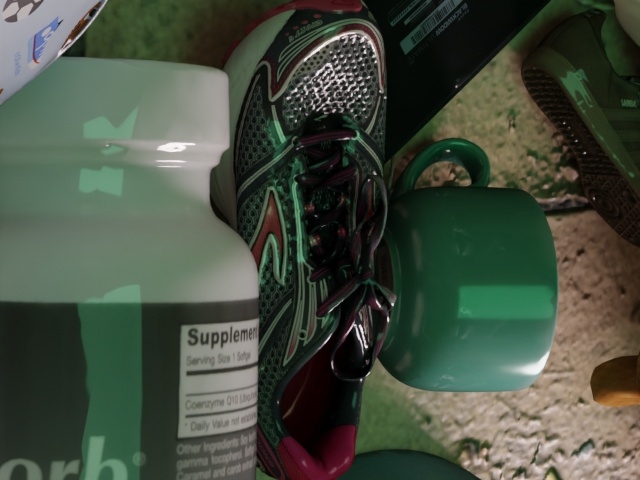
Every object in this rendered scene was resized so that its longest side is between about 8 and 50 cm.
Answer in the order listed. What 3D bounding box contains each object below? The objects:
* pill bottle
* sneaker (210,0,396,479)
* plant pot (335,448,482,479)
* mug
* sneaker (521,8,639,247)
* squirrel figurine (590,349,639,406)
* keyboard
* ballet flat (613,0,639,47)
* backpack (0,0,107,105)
[{"bbox_3d":[-0.138,0.090,1.039,0.210,0.210,0.362,0,92,-36],"label":"pill bottle"},{"bbox_3d":[0.000,0.000,1.161,0.121,0.112,0.299,-9,117,-31],"label":"sneaker"},{"bbox_3d":[0.081,0.301,1.275,0.290,0.195,0.290,-10,108,-34],"label":"plant pot"},{"bbox_3d":[0.076,0.023,1.250,0.097,0.157,0.129,0,121,-17],"label":"mug"},{"bbox_3d":[0.208,-0.073,1.346,0.071,0.066,0.188,-47,125,-18],"label":"sneaker"},{"bbox_3d":[0.372,0.088,1.362,0.370,0.281,0.397,-26,125,-38],"label":"squirrel figurine"},{"bbox_3d":[0.046,-0.169,1.227,0.317,0.033,0.201,-45,130,-19],"label":"keyboard"},{"bbox_3d":[0.220,-0.222,1.238,0.147,0.147,0.409,-47,132,-16],"label":"ballet flat"},{"bbox_3d":[-0.203,-0.164,0.865,0.213,0.276,0.263,39,73,6],"label":"backpack"}]
